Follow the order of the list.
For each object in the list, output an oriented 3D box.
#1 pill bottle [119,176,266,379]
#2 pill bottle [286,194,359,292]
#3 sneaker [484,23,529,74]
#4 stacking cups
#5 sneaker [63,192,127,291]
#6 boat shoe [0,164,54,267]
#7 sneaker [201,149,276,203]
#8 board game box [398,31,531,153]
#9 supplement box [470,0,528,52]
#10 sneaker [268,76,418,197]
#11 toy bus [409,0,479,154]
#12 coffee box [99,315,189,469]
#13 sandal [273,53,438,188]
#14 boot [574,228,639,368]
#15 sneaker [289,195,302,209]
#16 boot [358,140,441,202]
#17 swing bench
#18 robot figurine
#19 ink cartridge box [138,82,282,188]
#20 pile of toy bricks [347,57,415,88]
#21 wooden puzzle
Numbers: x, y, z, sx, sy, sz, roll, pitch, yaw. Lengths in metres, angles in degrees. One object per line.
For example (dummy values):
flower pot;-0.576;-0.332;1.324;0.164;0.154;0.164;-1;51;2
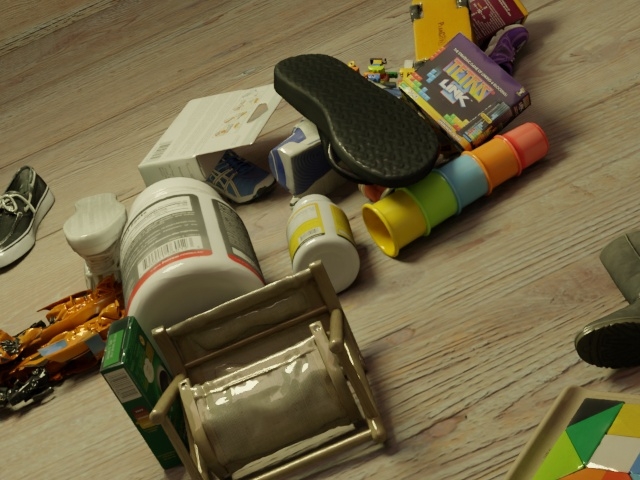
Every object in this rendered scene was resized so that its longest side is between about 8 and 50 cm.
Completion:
pill bottle;-0.199;0.048;1.809;0.210;0.210;0.363;-24;28;0
pill bottle;0.000;0.000;1.852;0.103;0.103;0.184;-21;28;5
sneaker;0.345;-0.339;2.234;0.071;0.068;0.170;25;62;36
stacking cups;0.219;-0.091;1.854;0.316;0.096;0.096;-31;29;-13
sneaker;-0.365;0.024;2.019;0.108;0.169;0.292;-12;13;-4
boat shoe;-0.632;-0.055;2.428;0.113;0.105;0.306;-13;30;20
sneaker;-0.167;-0.125;2.220;0.211;0.081;0.080;11;42;45
board game box;0.235;-0.238;1.939;0.141;0.048;0.170;-42;63;-2
supplement box;0.296;-0.405;2.300;0.188;0.081;0.104;-31;-12;-13
sneaker;0.009;-0.206;2.129;0.315;0.127;0.182;-33;50;-31
toy bus;0.231;-0.312;2.108;0.108;0.130;0.333;-13;42;13
coffee box;-0.231;0.205;1.592;0.040;0.184;0.113;-21;29;11
sandal;0.060;-0.182;1.955;0.167;0.107;0.446;-12;34;-19
boot;0.385;0.063;1.481;0.189;0.076;0.208;-9;35;-2
sneaker;-0.036;-0.088;2.102;0.032;0.037;0.083;-2;37;32
boot;0.148;-0.111;1.986;0.158;0.059;0.084;-37;33;-6
swing bench;-0.073;0.182;1.542;0.253;0.165;0.255;-23;23;3
robot figurine;-0.444;0.167;1.925;0.291;0.085;0.211;-25;27;-3
ink cartridge box;-0.181;-0.200;2.209;0.239;0.060;0.275;-8;30;23
pile of toy bricks;0.111;-0.277;2.271;0.212;0.118;0.105;2;63;13
wooden puzzle;0.324;0.236;1.262;0.238;0.044;0.221;4;39;41
